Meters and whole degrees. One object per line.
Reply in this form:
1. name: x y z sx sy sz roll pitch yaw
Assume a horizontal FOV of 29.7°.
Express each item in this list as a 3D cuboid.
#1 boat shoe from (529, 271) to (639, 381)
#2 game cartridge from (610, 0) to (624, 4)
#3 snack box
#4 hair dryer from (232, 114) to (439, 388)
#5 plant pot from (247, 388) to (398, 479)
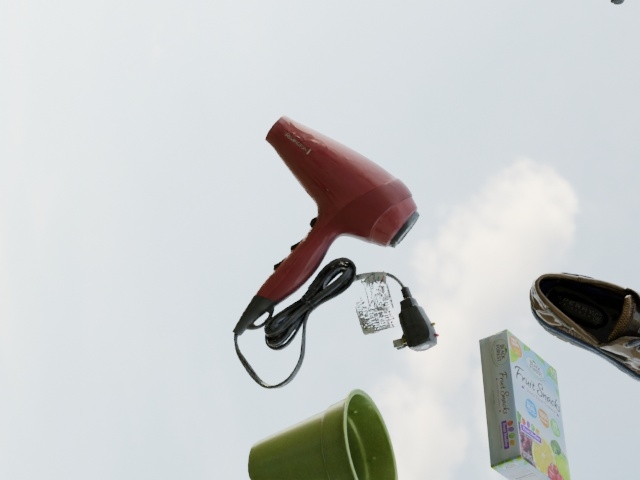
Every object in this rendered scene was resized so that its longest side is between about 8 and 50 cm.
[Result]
1. boat shoe: 0.249 0.074 0.958 0.183 0.066 0.066 18 -101 24
2. game cartridge: 0.276 -0.260 1.097 0.056 0.017 0.083 -59 153 -67
3. snack box: 0.199 0.171 1.172 0.037 0.100 0.141 -25 -134 28
4. hair dryer: 0.000 0.000 1.308 0.080 0.223 0.294 103 -23 -77
5. plant pot: -0.002 0.146 0.779 0.079 0.083 0.083 -18 -107 19
